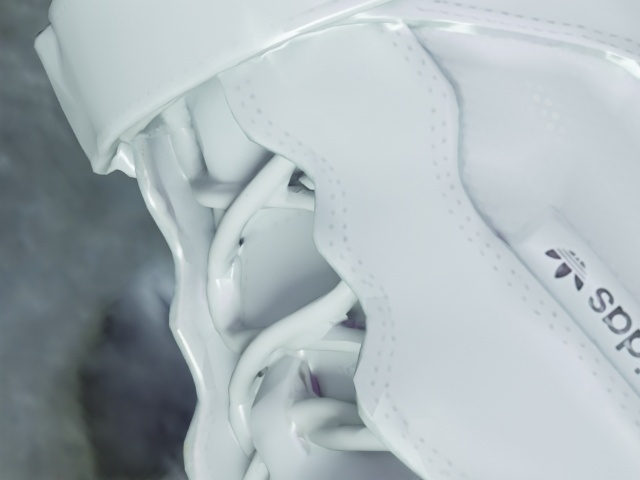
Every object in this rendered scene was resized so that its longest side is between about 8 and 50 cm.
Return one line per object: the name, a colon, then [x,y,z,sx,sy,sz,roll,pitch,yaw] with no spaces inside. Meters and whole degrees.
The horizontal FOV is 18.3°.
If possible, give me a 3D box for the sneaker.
sneaker: [0.000,0.000,0.381,0.366,0.137,0.210,43,62,-8]
